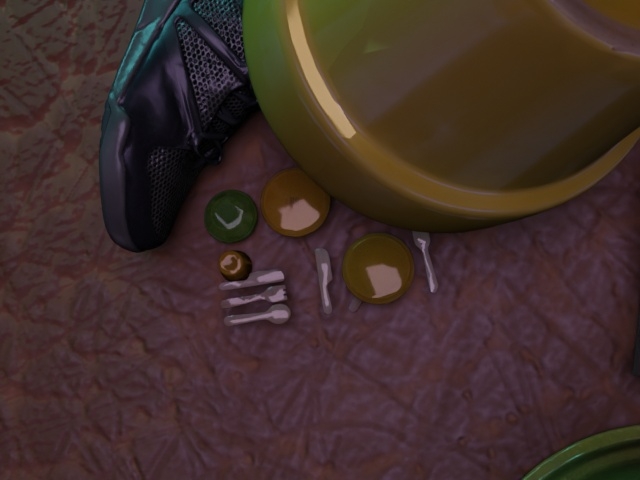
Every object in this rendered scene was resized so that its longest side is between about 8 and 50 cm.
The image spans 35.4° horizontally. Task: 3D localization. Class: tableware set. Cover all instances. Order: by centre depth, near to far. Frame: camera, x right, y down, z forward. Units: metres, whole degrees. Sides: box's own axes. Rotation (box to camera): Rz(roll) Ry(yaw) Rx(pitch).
[{"bbox_3d":[0.000,0.000,0.678,0.154,0.024,0.104,-11,80,6],"label":"tableware set"}]

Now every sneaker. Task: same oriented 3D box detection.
[{"bbox_3d":[-0.063,-0.094,0.659,0.130,0.087,0.227,15,81,13],"label":"sneaker"}]

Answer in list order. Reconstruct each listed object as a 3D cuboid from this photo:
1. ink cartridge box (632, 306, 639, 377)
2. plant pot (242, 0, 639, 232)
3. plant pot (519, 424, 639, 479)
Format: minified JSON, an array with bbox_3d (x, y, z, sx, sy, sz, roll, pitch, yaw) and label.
[{"bbox_3d":[0.261,0.022,0.627,0.109,0.063,0.150,8,85,6],"label":"ink cartridge box"},{"bbox_3d":[0.105,-0.141,0.534,0.254,0.239,0.254,2,83,-16],"label":"plant pot"},{"bbox_3d":[0.193,0.218,0.493,0.276,0.254,0.276,-3,74,11],"label":"plant pot"}]
